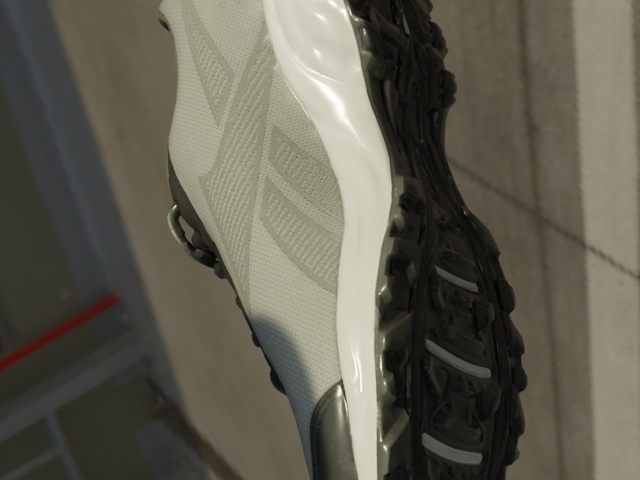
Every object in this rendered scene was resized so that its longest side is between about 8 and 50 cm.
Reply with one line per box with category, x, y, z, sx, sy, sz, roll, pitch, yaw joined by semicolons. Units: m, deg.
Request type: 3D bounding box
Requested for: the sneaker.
sneaker;0.000;0.000;0.511;0.100;0.108;0.271;30;-137;-52
